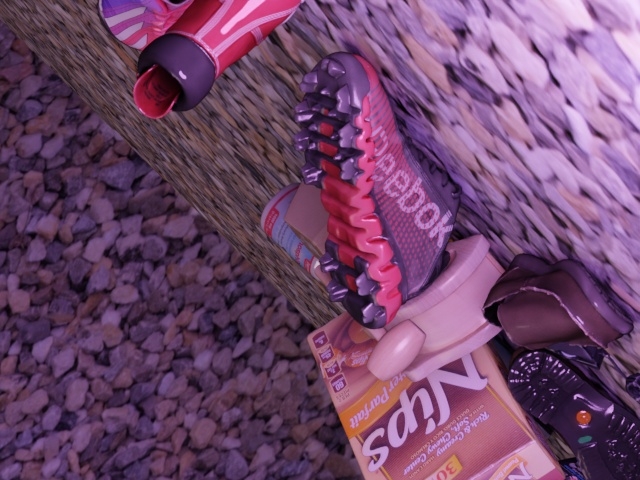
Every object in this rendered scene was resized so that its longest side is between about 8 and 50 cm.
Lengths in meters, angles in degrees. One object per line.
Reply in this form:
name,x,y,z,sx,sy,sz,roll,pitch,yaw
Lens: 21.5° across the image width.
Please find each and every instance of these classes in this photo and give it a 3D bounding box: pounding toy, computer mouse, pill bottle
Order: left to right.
pill bottle,0.000,0.000,2.275,0.160,0.087,0.087,42,173,27
pounding toy,0.099,0.032,1.678,0.155,0.154,0.269,47,-168,-16
computer mouse,0.254,0.119,1.538,0.242,0.041,0.071,45,172,45

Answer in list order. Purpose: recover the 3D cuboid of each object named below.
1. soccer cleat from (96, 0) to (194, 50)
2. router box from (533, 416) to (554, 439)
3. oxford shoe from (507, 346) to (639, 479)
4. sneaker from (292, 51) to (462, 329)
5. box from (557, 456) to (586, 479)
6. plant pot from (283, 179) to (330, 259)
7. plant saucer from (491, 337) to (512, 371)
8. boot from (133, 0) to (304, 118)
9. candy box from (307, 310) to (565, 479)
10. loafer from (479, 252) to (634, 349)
soccer cleat,-0.164,-0.253,1.696,0.116,0.109,0.318,39,169,18
router box,0.181,0.198,2.379,0.309,0.081,0.243,45,173,7
oxford shoe,0.286,0.191,1.772,0.227,0.083,0.096,49,-172,-7
sneaker,0.058,-0.057,1.526,0.097,0.135,0.276,34,144,49
box,0.329,0.306,1.792,0.220,0.175,0.051,39,126,47
plant pot,0.024,-0.023,1.944,0.109,0.096,0.109,38,171,49
plant saucer,0.188,0.126,2.048,0.195,0.037,0.195,41,178,1
boot,-0.100,-0.175,1.439,0.088,0.176,0.244,45,175,-9
candy box,0.119,0.178,1.840,0.087,0.183,0.316,50,-170,-39
loafer,0.201,0.067,1.463,0.080,0.078,0.220,47,174,-10
